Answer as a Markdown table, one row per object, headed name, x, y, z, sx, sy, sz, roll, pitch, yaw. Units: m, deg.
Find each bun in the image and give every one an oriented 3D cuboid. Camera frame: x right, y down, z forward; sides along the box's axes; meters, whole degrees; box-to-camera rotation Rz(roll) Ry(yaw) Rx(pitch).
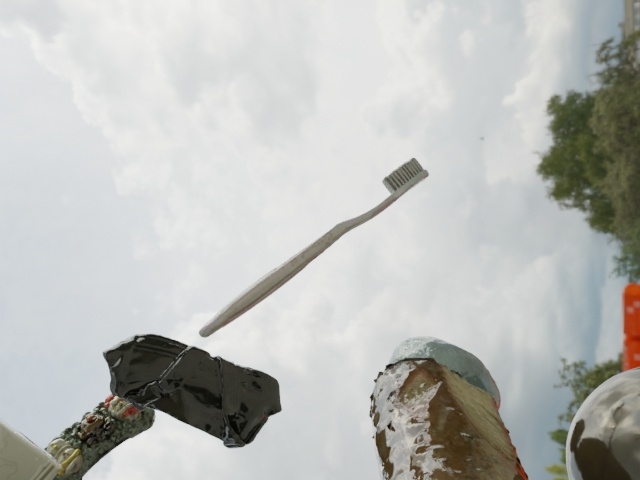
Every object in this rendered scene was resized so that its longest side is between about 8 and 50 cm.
| name | x | y | z | sx | sy | sz | roll | pitch | yaw |
| --- | --- | --- | --- | --- | --- | --- | --- | --- | --- |
| bun | 0.142 | 0.181 | 0.713 | 0.083 | 0.140 | 0.141 | -50 | -50 | -34 |

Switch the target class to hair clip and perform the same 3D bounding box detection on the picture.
| name | x | y | z | sx | sy | sz | roll | pitch | yaw |
| --- | --- | --- | --- | --- | --- | --- | --- | --- | --- |
| hair clip | -0.504 | 0.430 | 1.272 | 0.321 | 0.138 | 0.091 | -41 | -31 | -46 |

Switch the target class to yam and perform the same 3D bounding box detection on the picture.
| name | x | y | z | sx | sy | sz | roll | pitch | yaw |
| --- | --- | --- | --- | --- | --- | --- | --- | --- | --- |
| yam | 0.108 | 0.208 | 0.489 | 0.238 | 0.129 | 0.128 | -83 | -7 | -69 |

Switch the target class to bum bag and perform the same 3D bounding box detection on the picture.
| name | x | y | z | sx | sy | sz | roll | pitch | yaw |
| --- | --- | --- | --- | --- | --- | --- | --- | --- | --- |
| bum bag | -0.218 | 0.254 | 1.019 | 0.326 | 0.080 | 0.142 | 22 | -123 | -10 |

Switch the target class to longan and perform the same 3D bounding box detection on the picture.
| name | x | y | z | sx | sy | sz | roll | pitch | yaw |
| --- | --- | --- | --- | --- | --- | --- | --- | --- | --- |
| longan | 0.298 | 0.208 | 0.527 | 0.204 | 0.159 | 0.185 | -61 | -21 | 3 |

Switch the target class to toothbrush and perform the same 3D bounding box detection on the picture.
| name | x | y | z | sx | sy | sz | roll | pitch | yaw |
| --- | --- | --- | --- | --- | --- | --- | --- | --- | --- |
| toothbrush | 0.000 | 0.000 | 0.607 | 0.307 | 0.025 | 0.029 | -36 | -93 | -23 |

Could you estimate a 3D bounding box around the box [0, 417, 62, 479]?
| name | x | y | z | sx | sy | sz | roll | pitch | yaw |
| --- | --- | --- | --- | --- | --- | --- | --- | --- | --- |
| box | -0.308 | 0.157 | 0.441 | 0.198 | 0.029 | 0.109 | 49 | -116 | -20 |
